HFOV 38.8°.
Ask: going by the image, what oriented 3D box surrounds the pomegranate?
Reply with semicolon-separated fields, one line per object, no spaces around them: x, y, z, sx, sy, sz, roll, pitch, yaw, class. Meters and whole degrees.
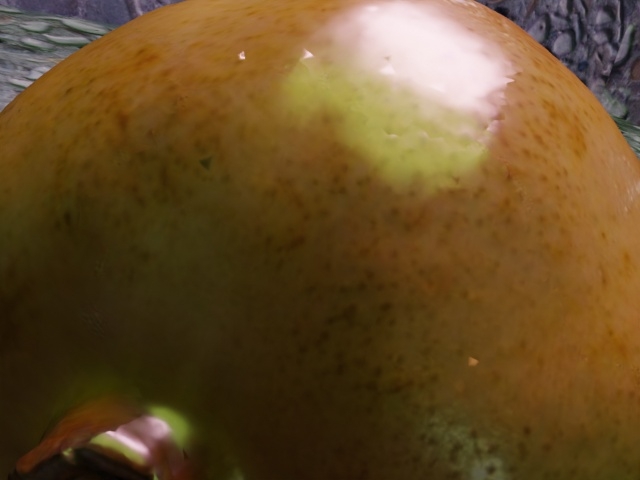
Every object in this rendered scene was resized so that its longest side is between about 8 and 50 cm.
-0.012;0.071;0.481;0.417;0.416;0.416;14;20;-5;pomegranate
